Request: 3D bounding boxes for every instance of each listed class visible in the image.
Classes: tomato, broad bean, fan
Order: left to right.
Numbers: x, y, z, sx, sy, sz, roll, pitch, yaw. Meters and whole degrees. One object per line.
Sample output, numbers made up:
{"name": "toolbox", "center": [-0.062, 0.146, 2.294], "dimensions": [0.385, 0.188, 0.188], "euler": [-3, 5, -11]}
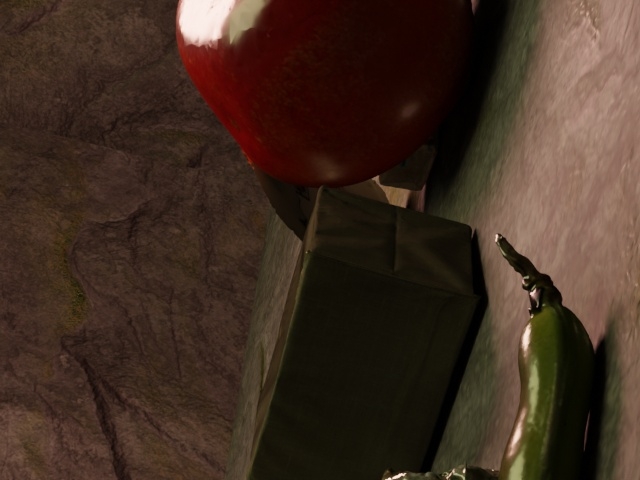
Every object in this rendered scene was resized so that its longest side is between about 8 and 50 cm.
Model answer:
{"name": "fan", "center": [0.000, 0.001, 1.666], "dimensions": [0.012, 0.233, 0.414], "euler": [-42, 24, 29]}
{"name": "tomato", "center": [0.007, -0.218, 1.596], "dimensions": [0.290, 0.293, 0.325], "euler": [-41, 29, -12]}
{"name": "broad bean", "center": [0.121, 0.151, 0.899], "dimensions": [0.075, 0.067, 0.325], "euler": [-12, 58, 50]}

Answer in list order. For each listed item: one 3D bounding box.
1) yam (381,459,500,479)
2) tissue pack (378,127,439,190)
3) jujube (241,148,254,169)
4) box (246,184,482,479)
{"name": "yam", "center": [0.061, 0.270, 1.015], "dimensions": [0.093, 0.093, 0.259], "euler": [123, 159, -74]}
{"name": "tissue pack", "center": [0.098, -0.110, 1.713], "dimensions": [0.094, 0.059, 0.074], "euler": [-82, 6, -48]}
{"name": "jujube", "center": [-0.033, -0.192, 2.478], "dimensions": [0.232, 0.213, 0.213], "euler": [64, -141, -86]}
{"name": "box", "center": [0.038, 0.097, 1.364], "dimensions": [0.149, 0.155, 0.231], "euler": [-82, 6, -65]}
